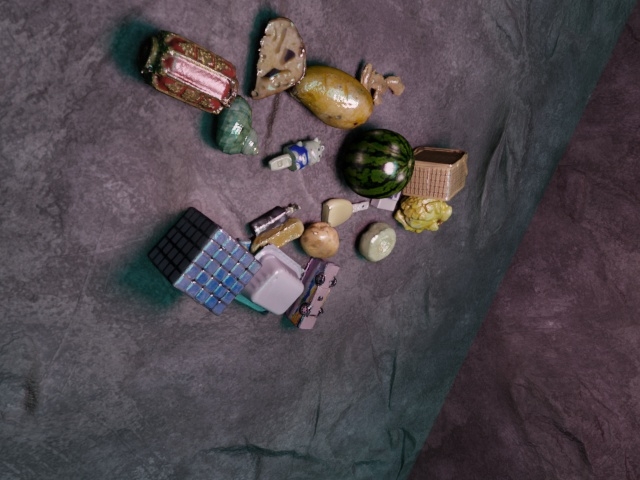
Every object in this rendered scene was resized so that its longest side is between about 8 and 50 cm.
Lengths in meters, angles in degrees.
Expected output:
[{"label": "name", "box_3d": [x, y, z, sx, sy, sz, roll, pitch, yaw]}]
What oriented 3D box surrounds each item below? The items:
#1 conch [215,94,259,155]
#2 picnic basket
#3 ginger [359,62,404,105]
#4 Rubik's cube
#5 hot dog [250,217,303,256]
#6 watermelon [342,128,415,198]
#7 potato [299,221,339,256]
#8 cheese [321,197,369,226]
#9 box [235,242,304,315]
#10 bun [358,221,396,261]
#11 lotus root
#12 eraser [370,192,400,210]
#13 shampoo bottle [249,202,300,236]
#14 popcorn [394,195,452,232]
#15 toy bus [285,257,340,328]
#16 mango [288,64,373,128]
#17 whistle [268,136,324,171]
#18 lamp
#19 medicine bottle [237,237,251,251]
[{"label": "conch", "box_3d": [-0.270, -0.363, 1.398, 0.176, 0.122, 0.188, -55, 143, -37]}, {"label": "picnic basket", "box_3d": [0.518, -0.314, 1.935, 0.313, 0.228, 0.175, -33, 129, -52]}, {"label": "ginger", "box_3d": [0.238, -0.607, 1.729, 0.258, 0.065, 0.149, -2, 126, -45]}, {"label": "Rubik's cube", "box_3d": [-0.383, 0.065, 1.441, 0.237, 0.238, 0.237, -50, 134, -9]}, {"label": "hot dog", "box_3d": [-0.177, -0.014, 1.683, 0.242, 0.073, 0.084, -33, 132, -22]}, {"label": "watermelon", "box_3d": [0.235, -0.308, 1.735, 0.285, 0.285, 0.285, -18, 122, -31]}, {"label": "potato", "box_3d": [0.004, -0.002, 1.799, 0.161, 0.128, 0.235, -34, 149, 28]}, {"label": "cheese", "box_3d": [0.116, -0.135, 1.874, 0.251, 0.054, 0.127, -16, 124, -33]}, {"label": "box", "box_3d": [-0.189, 0.185, 1.701, 0.264, 0.106, 0.336, -47, 144, -1]}, {"label": "bun", "box_3d": [0.258, -0.001, 2.013, 0.195, 0.118, 0.195, -20, 129, -27]}, {"label": "lotus root", "box_3d": [-0.127, -0.578, 1.392, 0.170, 0.074, 0.261, 6, 106, -8]}, {"label": "eraser", "box_3d": [0.316, -0.247, 1.967, 0.124, 0.068, 0.210, 6, 108, -45]}, {"label": "shampoo bottle", "box_3d": [-0.172, -0.085, 1.657, 0.207, 0.063, 0.057, -32, 129, -22]}, {"label": "popcorn", "box_3d": [0.483, -0.137, 2.058, 0.255, 0.195, 0.256, 3, 153, 1]}, {"label": "toy bus", "box_3d": [-0.035, 0.224, 1.882, 0.112, 0.138, 0.317, 20, 98, -48]}, {"label": "mango", "box_3d": [0.041, -0.522, 1.551, 0.329, 0.175, 0.176, 27, 70, -24]}, {"label": "whistle", "box_3d": [-0.083, -0.310, 1.594, 0.244, 0.092, 0.110, -25, 130, -29]}, {"label": "lamp", "box_3d": [-0.371, -0.476, 1.230, 0.274, 0.177, 0.177, 15, 102, -40]}, {"label": "medicine bottle", "box_3d": [-0.306, 0.083, 1.644, 0.051, 0.051, 0.191, -1, 113, -39]}]
